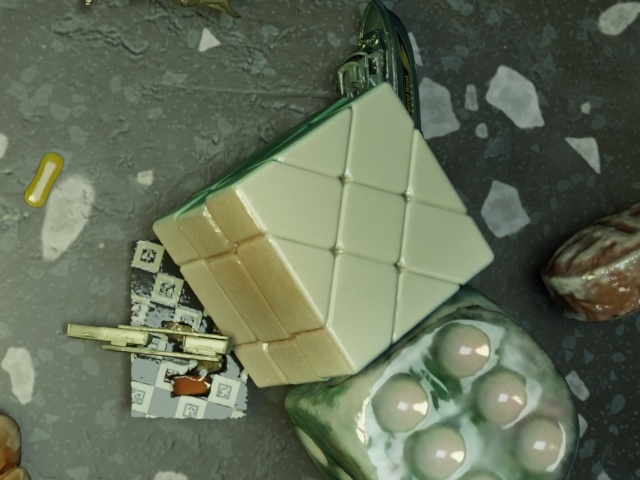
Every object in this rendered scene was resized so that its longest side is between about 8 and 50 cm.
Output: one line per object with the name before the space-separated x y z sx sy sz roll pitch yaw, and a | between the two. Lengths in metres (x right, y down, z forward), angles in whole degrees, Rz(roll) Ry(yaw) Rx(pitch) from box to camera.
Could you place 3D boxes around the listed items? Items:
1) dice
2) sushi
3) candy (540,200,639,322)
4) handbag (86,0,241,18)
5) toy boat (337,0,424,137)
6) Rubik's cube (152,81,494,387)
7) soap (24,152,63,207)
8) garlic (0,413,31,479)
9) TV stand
dice | 0.172 0.275 1.947 0.330 0.348 0.328 -39 98 -17
sushi | -0.202 0.141 1.984 0.193 0.043 0.279 1 79 -14
candy | 0.513 0.037 2.138 0.290 0.214 0.157 -30 103 -17
handbag | -0.241 -0.436 1.964 0.271 0.117 0.182 6 94 -19
toy boat | 0.098 -0.245 2.065 0.122 0.114 0.296 -6 90 -27
Rubik's cube | 0.000 0.000 1.890 0.322 0.316 0.318 -38 100 -30
soap | -0.421 -0.093 1.939 0.034 0.012 0.089 27 80 -15
garlic | -0.523 0.333 1.818 0.214 0.191 0.160 -6 65 -7
TV stand | -0.260 0.152 1.915 0.249 0.036 0.042 5 82 7
